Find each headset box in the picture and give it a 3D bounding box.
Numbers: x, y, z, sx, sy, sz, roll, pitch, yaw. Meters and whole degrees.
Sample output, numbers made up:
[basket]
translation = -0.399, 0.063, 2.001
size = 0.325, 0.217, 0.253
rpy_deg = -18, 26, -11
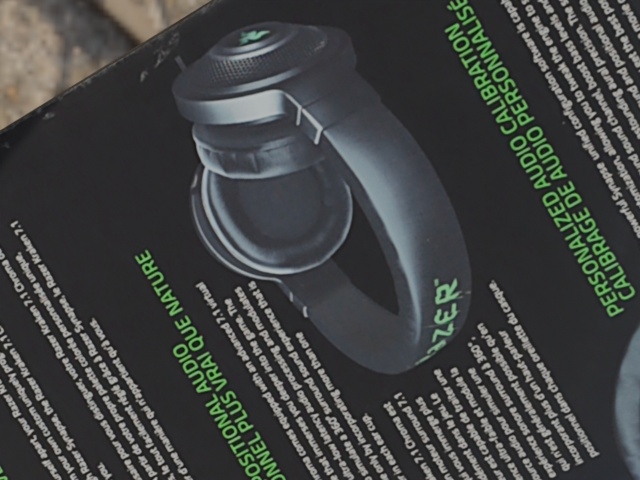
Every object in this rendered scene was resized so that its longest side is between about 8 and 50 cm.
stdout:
[headset box]
translation = 0.000, 0.000, 0.464
size = 0.131, 0.283, 0.246
rpy_deg = 59, 14, -6
